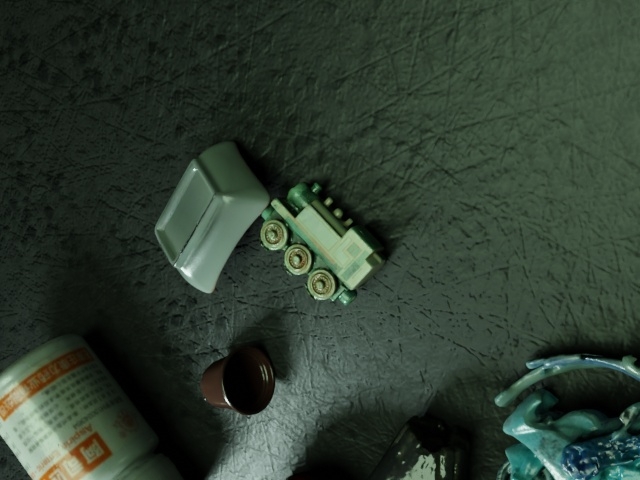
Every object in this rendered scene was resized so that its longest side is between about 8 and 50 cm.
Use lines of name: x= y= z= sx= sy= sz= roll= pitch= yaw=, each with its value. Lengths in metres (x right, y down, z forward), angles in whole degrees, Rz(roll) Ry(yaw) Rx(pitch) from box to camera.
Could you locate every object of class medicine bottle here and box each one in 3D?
medicine bottle: x=-0.407 y=0.367 z=1.338 sx=0.211 sy=0.211 sz=0.371 roll=-44 pitch=80 yaw=29

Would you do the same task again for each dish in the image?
dish: x=-0.182 y=-0.039 z=1.167 sx=0.212 sy=0.077 sz=0.151 roll=-55 pitch=52 yaw=27

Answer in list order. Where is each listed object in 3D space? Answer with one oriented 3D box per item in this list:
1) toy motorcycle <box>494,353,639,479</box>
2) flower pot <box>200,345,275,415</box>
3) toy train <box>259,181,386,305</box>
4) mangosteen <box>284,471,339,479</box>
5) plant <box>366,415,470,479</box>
toy motorcycle: x=0.343 y=0.247 z=0.963 sx=0.260 sy=0.154 sz=0.206 roll=-11 pitch=74 yaw=33
flower pot: x=-0.143 y=0.230 z=1.238 sx=0.089 sy=0.111 sz=0.111 roll=-16 pitch=95 yaw=45
toy train: x=0.000 y=0.000 z=1.114 sx=0.194 sy=0.080 sz=0.125 roll=47 pitch=108 yaw=13
mangosteen: x=-0.022 y=0.453 z=1.196 sx=0.166 sy=0.166 sz=0.180 roll=57 pitch=147 yaw=5
plant: x=0.134 y=0.387 z=1.103 sx=0.164 sy=0.142 sz=0.256 roll=24 pitch=101 yaw=21
